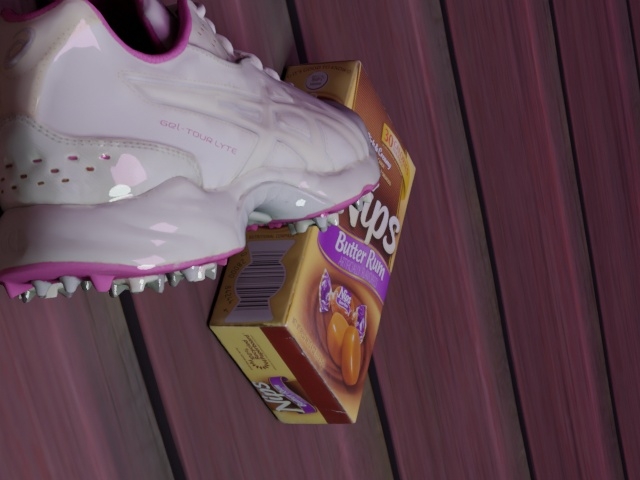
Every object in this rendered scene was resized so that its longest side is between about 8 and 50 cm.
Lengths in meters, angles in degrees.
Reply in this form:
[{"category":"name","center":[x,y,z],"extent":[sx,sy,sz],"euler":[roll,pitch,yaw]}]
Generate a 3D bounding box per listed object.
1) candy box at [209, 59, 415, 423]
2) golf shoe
[{"category":"candy box","center":[0.000,0.000,1.036],"extent":[0.109,0.053,0.186],"euler":[58,37,-48]},{"category":"golf shoe","center":[-0.055,-0.061,0.853],"extent":[0.306,0.115,0.140],"euler":[-24,105,-66]}]
